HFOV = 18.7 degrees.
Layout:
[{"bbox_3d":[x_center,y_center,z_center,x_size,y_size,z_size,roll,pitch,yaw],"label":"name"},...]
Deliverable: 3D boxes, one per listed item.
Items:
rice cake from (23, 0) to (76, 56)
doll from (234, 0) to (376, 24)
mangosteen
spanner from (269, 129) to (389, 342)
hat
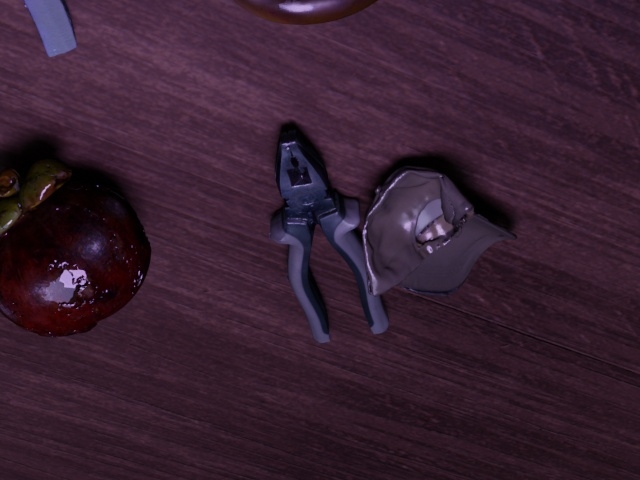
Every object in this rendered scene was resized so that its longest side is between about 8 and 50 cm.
[{"bbox_3d":[-0.259,-0.234,1.711,0.042,0.030,0.180,-15,138,5],"label":"rice cake"},{"bbox_3d":[0.011,-0.340,1.502,0.318,0.209,0.339,-24,143,-18],"label":"doll"},{"bbox_3d":[-0.260,0.001,1.901,0.166,0.166,0.180,-23,110,21],"label":"mangosteen"},{"bbox_3d":[0.000,0.000,1.993,0.096,0.040,0.325,-10,140,6],"label":"spanner"},{"bbox_3d":[0.114,-0.009,1.980,0.147,0.085,0.175,-41,150,22],"label":"hat"}]
